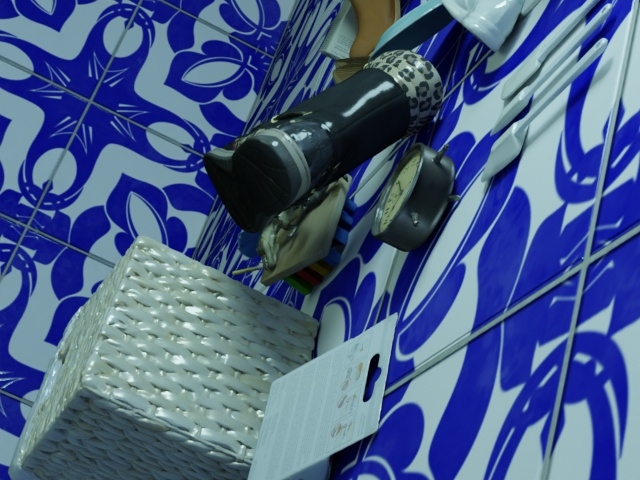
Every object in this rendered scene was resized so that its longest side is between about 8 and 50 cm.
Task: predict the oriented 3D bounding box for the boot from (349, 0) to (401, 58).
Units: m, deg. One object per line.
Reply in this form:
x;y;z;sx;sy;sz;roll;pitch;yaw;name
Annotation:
0.064;-0.480;2.147;0.283;0.220;0.109;-57;14;32;boot

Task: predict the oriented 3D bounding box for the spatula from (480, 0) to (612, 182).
0.246;-0.176;1.220;0.242;0.019;0.168;-47;15;53;spatula

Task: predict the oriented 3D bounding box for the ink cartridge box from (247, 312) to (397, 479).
0.014;0.213;1.378;0.232;0.066;0.189;-29;31;34;ink cartridge box

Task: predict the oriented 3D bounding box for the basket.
-0.215;0.219;1.634;0.266;0.331;0.328;-52;17;39;basket

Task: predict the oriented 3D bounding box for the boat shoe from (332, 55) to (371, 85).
0.074;-0.263;1.991;0.285;0.104;0.089;-85;-9;-74;boat shoe

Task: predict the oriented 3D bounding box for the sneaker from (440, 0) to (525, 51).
0.223;-0.313;1.501;0.094;0.080;0.212;-49;22;13;sneaker

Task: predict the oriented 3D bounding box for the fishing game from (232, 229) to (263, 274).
-0.058;-0.029;1.971;0.041;0.189;0.264;53;130;27;fishing game

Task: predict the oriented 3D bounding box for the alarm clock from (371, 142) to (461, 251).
0.111;-0.048;1.417;0.129;0.064;0.192;-67;14;-13;alarm clock

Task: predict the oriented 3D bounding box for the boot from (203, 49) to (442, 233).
-0.005;-0.144;1.649;0.284;0.138;0.377;-32;3;-18;boot

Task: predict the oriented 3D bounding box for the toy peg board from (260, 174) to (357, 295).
0.000;0.000;1.825;0.161;0.079;0.161;-28;35;45;toy peg board

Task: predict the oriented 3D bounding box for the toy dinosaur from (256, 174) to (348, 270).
-0.021;-0.078;1.800;0.268;0.064;0.118;-57;17;-13;toy dinosaur

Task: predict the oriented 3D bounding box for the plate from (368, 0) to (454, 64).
0.144;-0.318;1.686;0.188;0.024;0.188;-31;-4;-3;plate

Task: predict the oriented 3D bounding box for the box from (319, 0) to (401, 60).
0.103;-0.479;2.289;0.275;0.094;0.113;-63;12;7;box
